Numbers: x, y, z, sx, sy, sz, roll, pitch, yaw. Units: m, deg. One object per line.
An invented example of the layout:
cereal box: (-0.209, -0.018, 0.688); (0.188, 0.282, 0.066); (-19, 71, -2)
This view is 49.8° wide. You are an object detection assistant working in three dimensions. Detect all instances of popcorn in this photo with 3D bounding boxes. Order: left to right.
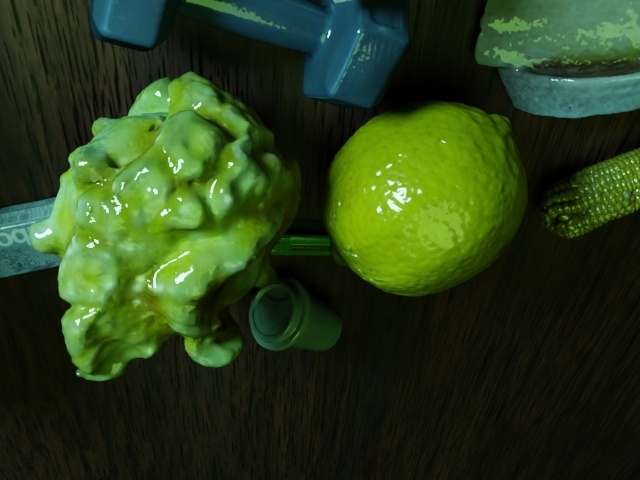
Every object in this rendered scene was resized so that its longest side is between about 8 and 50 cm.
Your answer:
popcorn: (-0.180, -0.024, 0.808); (0.275, 0.279, 0.335); (21, 120, -34)

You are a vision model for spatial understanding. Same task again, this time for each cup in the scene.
cup: (-0.036, 0.127, 1.129); (0.120, 0.120, 0.141); (-38, 145, 22)

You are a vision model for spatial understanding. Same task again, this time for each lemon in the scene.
lemon: (0.130, -0.052, 0.892); (0.268, 0.267, 0.267); (-8, 135, -8)

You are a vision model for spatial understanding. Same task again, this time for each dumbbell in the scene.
dumbbell: (-0.070, -0.241, 0.723); (0.325, 0.144, 0.160); (11, 126, -23)

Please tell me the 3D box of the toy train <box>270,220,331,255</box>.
toy train: (0.000, 0.000, 1.051); (0.209, 0.042, 0.044); (1, 134, -15)

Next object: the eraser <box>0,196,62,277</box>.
eraser: (-0.374, -0.009, 0.940); (0.213, 0.046, 0.091); (-12, 135, -3)

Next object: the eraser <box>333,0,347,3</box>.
eraser: (-0.036, -0.384, 0.544); (0.096, 0.098, 0.404); (-5, 140, 36)

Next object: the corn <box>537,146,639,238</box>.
corn: (0.478, -0.088, 1.053); (0.292, 0.101, 0.101); (-19, 136, 5)

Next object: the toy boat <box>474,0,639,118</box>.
toy boat: (0.318, -0.268, 0.819); (0.276, 0.111, 0.293); (-16, 127, 33)
